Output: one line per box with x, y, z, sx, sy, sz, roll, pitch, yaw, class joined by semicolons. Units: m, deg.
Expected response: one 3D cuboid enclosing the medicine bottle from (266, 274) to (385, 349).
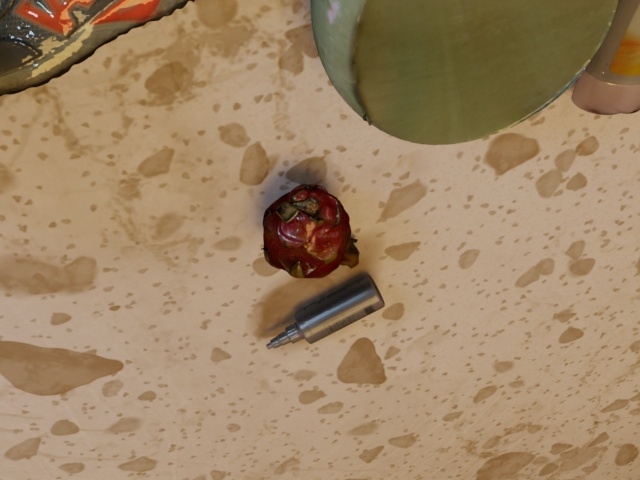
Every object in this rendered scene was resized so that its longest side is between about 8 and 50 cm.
0.002;0.123;1.494;0.199;0.057;0.057;-28;139;8;medicine bottle

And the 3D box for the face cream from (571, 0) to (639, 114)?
0.414;-0.282;1.223;0.107;0.073;0.269;0;137;-12;face cream

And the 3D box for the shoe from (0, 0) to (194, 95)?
-0.265;-0.268;0.912;0.336;0.132;0.171;-26;134;2;shoe

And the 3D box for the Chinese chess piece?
0.159;-0.273;1.067;0.349;0.146;0.349;-13;138;-11;Chinese chess piece

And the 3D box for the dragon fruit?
0.000;0.000;1.326;0.125;0.125;0.246;-5;168;26;dragon fruit
